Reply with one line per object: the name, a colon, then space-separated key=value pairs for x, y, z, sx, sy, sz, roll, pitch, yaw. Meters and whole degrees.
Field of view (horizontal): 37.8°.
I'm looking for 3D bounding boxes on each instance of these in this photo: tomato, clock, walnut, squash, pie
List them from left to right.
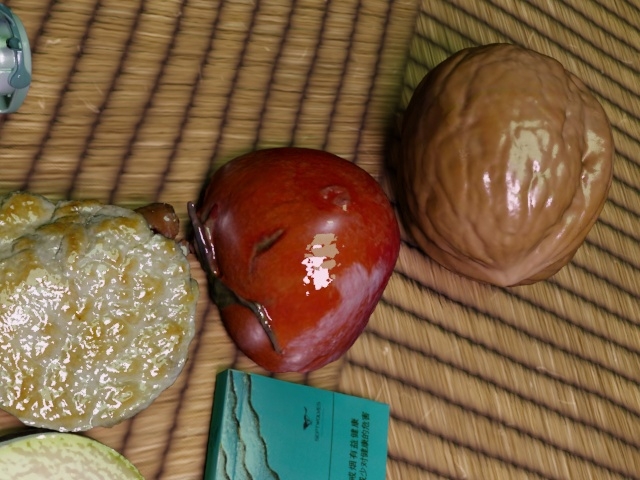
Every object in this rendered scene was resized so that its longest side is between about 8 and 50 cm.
clock: x=-0.351 y=-0.207 z=1.028 sx=0.041 sy=0.135 sz=0.101 roll=-12 pitch=76 yaw=-34
squash: x=-0.277 y=0.314 z=0.931 sx=0.252 sy=0.049 sz=0.252 roll=11 pitch=66 yaw=-25
pie: x=-0.260 y=0.073 z=0.996 sx=0.274 sy=0.105 sz=0.257 roll=5 pitch=74 yaw=-29
tomato: x=0.000 y=-0.001 z=1.142 sx=0.308 sy=0.170 sz=0.309 roll=11 pitch=68 yaw=-27
walnut: x=0.244 y=-0.095 z=1.264 sx=0.332 sy=0.333 sz=0.333 roll=12 pitch=66 yaw=-28

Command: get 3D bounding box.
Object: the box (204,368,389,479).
box: x=-0.024 y=0.252 z=1.108 sx=0.226 sy=0.042 sz=0.161 roll=16 pitch=63 yaw=-26
